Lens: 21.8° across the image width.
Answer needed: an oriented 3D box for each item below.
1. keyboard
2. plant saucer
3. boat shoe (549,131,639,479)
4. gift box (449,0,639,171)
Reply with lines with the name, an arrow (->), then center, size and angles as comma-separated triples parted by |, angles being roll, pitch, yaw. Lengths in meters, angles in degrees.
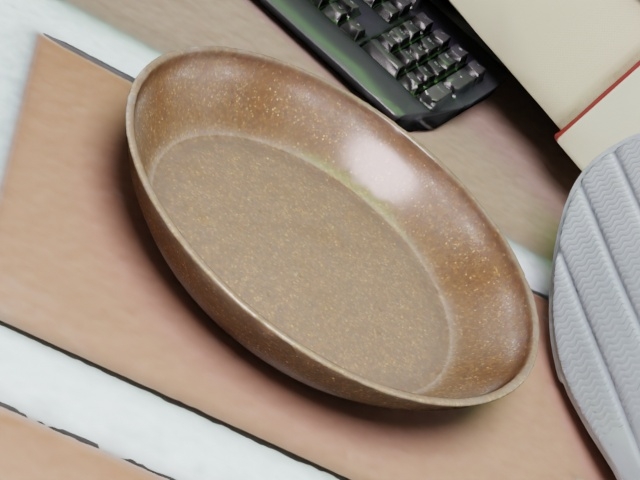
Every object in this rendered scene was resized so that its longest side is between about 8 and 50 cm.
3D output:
keyboard -> -0.019, -0.188, 0.923 | 0.317, 0.033, 0.201 | 44, 30, 8
plant saucer -> 0.000, 0.000, 0.679 | 0.198, 0.036, 0.198 | 28, 31, -19
boat shoe -> 0.177, 0.084, 0.714 | 0.094, 0.109, 0.302 | 34, 35, -40
gift box -> 0.220, -0.185, 0.927 | 0.258, 0.255, 0.276 | 51, 29, 8
